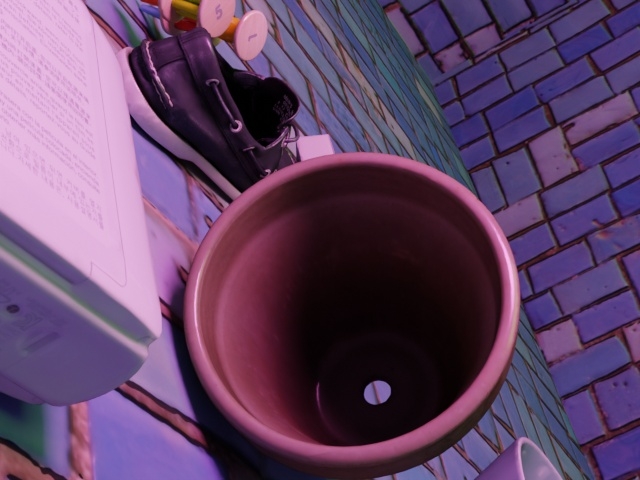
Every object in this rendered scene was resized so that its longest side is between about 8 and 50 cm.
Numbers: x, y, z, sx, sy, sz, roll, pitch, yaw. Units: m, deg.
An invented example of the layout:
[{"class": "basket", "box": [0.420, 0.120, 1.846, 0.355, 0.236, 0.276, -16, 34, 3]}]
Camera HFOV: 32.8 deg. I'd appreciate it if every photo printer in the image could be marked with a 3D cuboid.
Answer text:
[{"class": "photo printer", "box": [-0.208, -0.088, 0.614, 0.256, 0.107, 0.308, 45, 21, -47]}]

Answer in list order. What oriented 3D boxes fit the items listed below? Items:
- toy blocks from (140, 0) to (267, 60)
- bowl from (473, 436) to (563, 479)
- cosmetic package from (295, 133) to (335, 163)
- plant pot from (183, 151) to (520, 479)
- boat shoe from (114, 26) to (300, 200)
[{"class": "toy blocks", "box": [-0.143, -0.239, 1.105, 0.148, 0.054, 0.123, 23, 0, 28]}, {"class": "bowl", "box": [0.192, 0.363, 1.042, 0.312, 0.163, 0.312, 54, 17, -25]}, {"class": "cosmetic package", "box": [-0.004, -0.063, 1.294, 0.115, 0.041, 0.060, 90, -10, -45]}, {"class": "plant pot", "box": [0.040, 0.093, 0.920, 0.229, 0.263, 0.263, 70, 1, -60]}, {"class": "boat shoe", "box": [-0.078, -0.126, 1.114, 0.340, 0.113, 0.127, 38, 26, -58]}]
